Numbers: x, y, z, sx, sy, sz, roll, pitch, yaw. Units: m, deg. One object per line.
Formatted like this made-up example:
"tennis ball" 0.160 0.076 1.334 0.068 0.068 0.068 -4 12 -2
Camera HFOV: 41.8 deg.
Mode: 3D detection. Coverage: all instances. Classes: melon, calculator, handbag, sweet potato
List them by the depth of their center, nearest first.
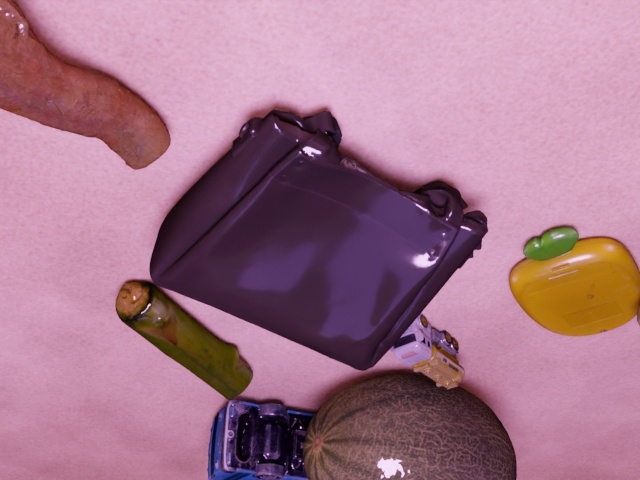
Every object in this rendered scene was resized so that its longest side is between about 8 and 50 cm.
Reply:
"sweet potato" -0.270 -0.156 0.657 0.109 0.109 0.385 -31 135 33
"handbag" 0.000 0.000 0.864 0.285 0.113 0.257 27 130 -22
"calculator" 0.310 0.056 1.012 0.146 0.032 0.235 -21 140 24
"melon" 0.125 0.307 1.170 0.302 0.237 0.237 15 140 -22

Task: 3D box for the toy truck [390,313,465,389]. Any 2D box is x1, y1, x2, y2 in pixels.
"toy truck" 0.142 0.149 1.106 0.052 0.063 0.123 -26 137 30

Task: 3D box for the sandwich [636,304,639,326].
"sandwich" 0.512 0.099 0.914 0.273 0.095 0.249 40 141 11

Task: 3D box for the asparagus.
"asparagus" -0.164 0.139 1.085 0.067 0.060 0.277 -27 138 15

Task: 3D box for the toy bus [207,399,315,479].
"toy bus" -0.058 0.324 1.283 0.234 0.116 0.133 15 150 -24
